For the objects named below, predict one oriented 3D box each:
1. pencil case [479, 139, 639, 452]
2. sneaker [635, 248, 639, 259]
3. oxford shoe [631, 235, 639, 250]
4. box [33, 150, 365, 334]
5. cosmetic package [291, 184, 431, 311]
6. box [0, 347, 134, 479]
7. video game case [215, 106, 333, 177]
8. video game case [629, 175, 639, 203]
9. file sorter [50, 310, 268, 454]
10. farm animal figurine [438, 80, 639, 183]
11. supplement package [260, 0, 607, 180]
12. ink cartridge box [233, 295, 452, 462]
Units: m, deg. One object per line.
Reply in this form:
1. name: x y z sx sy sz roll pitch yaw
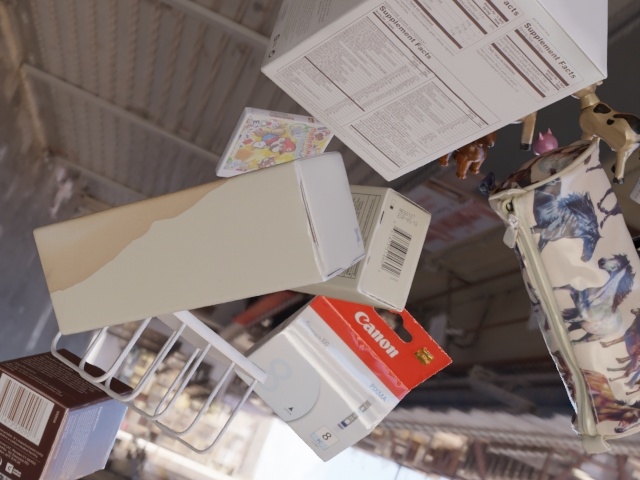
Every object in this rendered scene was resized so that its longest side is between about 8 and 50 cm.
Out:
1. pencil case: 0.361 0.079 1.342 0.183 0.410 0.160 -26 -170 -23
2. sneaker: 0.595 0.061 1.812 0.053 0.144 0.059 -11 141 -53
3. oxford shoe: 0.799 0.050 2.208 0.140 0.397 0.146 -43 126 -56
4. box: -0.125 0.003 1.028 0.148 0.311 0.121 -25 101 -70
5. cosmetic package: 0.000 0.000 1.481 0.309 0.113 0.160 9 -103 46
6. box: -0.459 0.303 1.650 0.167 0.168 0.203 -68 161 9
7. video game case: -0.098 -0.199 2.112 0.227 0.206 0.026 125 -35 -51
8. video game case: 0.702 -0.244 1.787 0.329 0.036 0.300 -50 164 -10
9. file sorter: -0.265 0.195 1.576 0.193 0.277 0.173 18 -111 46
10. farm animal figurine: 0.354 -0.230 1.637 0.327 0.330 0.172 -101 -168 -54
11. supplement package: 0.116 -0.228 0.957 0.263 0.198 0.199 -25 -141 40
12. ink cartridge box: 0.046 0.277 2.146 0.385 0.308 0.091 -39 -172 27
